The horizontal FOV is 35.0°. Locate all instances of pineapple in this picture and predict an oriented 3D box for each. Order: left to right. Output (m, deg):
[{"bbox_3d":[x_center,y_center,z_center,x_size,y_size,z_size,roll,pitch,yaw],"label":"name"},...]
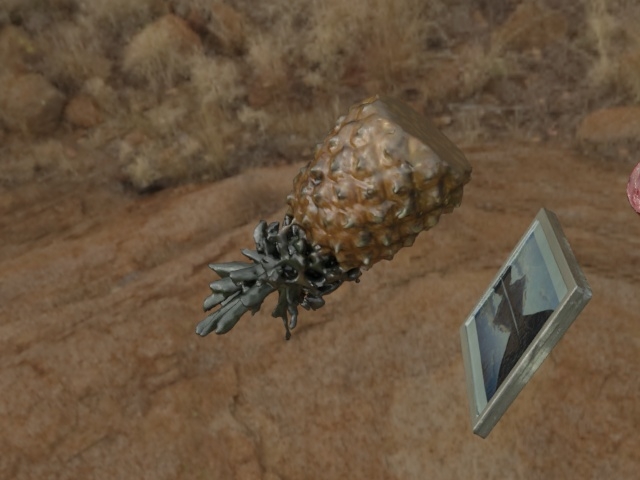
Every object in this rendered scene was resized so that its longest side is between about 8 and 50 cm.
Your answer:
[{"bbox_3d":[0.000,0.000,1.088,0.340,0.169,0.169,-45,44,21],"label":"pineapple"}]

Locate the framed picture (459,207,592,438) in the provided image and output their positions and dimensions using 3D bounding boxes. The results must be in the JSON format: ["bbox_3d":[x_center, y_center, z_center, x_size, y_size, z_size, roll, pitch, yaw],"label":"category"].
[{"bbox_3d":[0.168,0.063,0.874,0.015,0.150,0.203,30,20,-6],"label":"framed picture"}]

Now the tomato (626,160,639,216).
[{"bbox_3d":[0.540,-0.063,1.491,0.159,0.091,0.139,39,99,36],"label":"tomato"}]
